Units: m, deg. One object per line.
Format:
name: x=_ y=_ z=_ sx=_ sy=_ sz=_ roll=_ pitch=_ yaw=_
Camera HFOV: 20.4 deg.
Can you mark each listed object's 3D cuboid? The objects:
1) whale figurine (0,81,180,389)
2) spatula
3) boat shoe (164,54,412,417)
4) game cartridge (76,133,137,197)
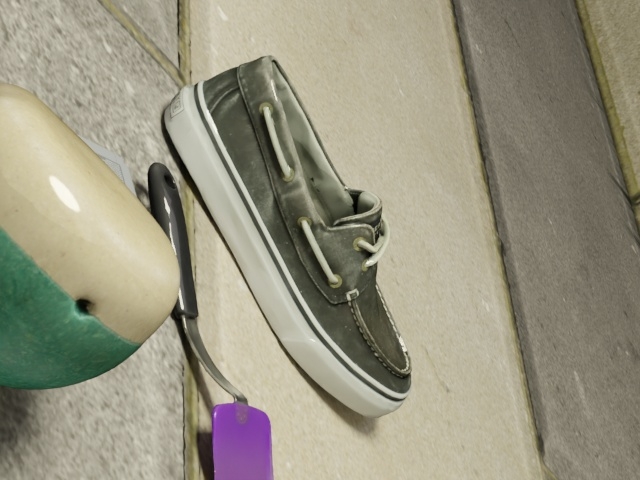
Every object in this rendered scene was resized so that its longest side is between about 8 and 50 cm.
whale figurine: x=-0.197 y=-0.016 z=1.062 sx=0.216 sy=0.141 sz=0.272 roll=45 pitch=2 yaw=-41
spatula: x=-0.086 y=0.074 z=1.316 sx=0.084 sy=0.030 sz=0.296 roll=19 pitch=48 yaw=-60
boat shoe: x=0.000 y=0.000 z=1.491 sx=0.335 sy=0.119 sz=0.121 roll=57 pitch=21 yaw=-17
game cartridge: x=-0.164 y=-0.046 z=1.299 sx=0.083 sy=0.017 sz=0.056 roll=28 pitch=36 yaw=-58
